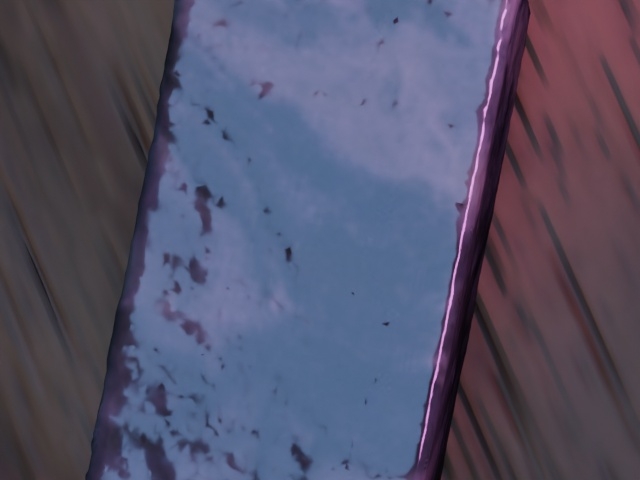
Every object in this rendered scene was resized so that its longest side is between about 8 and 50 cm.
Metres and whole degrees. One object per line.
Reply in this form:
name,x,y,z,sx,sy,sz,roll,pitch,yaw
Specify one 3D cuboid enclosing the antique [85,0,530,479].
antique,0.000,0.000,0.464,0.088,0.086,0.183,12,92,8
